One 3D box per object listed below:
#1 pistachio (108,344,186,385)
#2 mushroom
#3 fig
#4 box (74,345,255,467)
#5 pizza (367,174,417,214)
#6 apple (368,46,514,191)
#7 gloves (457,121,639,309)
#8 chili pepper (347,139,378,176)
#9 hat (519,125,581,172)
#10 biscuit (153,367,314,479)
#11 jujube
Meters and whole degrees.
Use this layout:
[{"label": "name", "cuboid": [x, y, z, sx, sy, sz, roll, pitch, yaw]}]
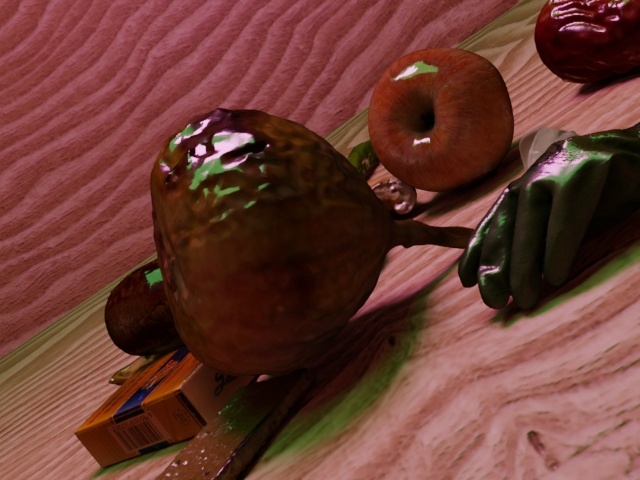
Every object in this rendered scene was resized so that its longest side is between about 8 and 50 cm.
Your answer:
[{"label": "pistachio", "cuboid": [-0.262, 0.190, 1.388, 0.173, 0.049, 0.089, -39, -13, -11]}, {"label": "mushroom", "cuboid": [-0.172, 0.079, 1.267, 0.297, 0.163, 0.278, -22, 13, -15]}, {"label": "fig", "cuboid": [0.000, 0.000, 0.946, 0.369, 0.286, 0.286, -3, -2, -23]}, {"label": "box", "cuboid": [-0.189, 0.196, 1.092, 0.237, 0.070, 0.152, -25, 14, 38]}, {"label": "pizza", "cuboid": [0.036, -0.037, 1.410, 0.182, 0.074, 0.365, -40, 12, -34]}, {"label": "apple", "cuboid": [0.173, -0.173, 1.225, 0.211, 0.211, 0.188, -29, -10, 29]}, {"label": "gloves", "cuboid": [0.235, -0.040, 0.758, 0.268, 0.107, 0.135, -37, -20, 2]}, {"label": "chili pepper", "cuboid": [0.100, -0.179, 1.864, 0.085, 0.076, 0.359, -58, -4, 35]}, {"label": "hat", "cuboid": [0.246, -0.060, 0.920, 0.166, 0.081, 0.122, 123, 160, -79]}, {"label": "biscuit", "cuboid": [-0.102, 0.212, 0.860, 0.131, 0.025, 0.231, -24, 14, 44]}, {"label": "jujube", "cuboid": [0.421, -0.309, 1.250, 0.155, 0.155, 0.230, -38, 21, -15]}]
